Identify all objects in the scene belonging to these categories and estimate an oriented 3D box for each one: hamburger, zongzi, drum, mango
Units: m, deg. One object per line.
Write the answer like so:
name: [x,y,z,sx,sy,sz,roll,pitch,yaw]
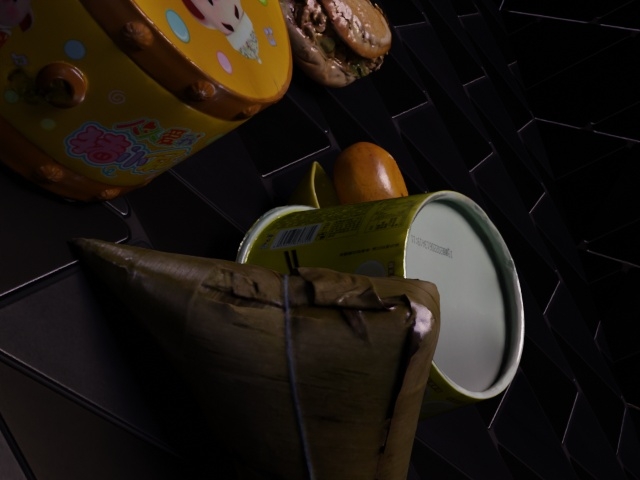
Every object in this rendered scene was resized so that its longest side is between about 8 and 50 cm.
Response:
hamburger: [0.002,-0.363,1.917,0.286,0.146,0.243,17,43,-53]
zongzi: [-0.086,0.167,1.159,0.160,0.360,0.323,-86,-173,-80]
drum: [-0.226,-0.266,1.180,0.431,0.214,0.431,47,26,-33]
mango: [0.076,-0.055,1.597,0.165,0.089,0.115,59,13,-28]

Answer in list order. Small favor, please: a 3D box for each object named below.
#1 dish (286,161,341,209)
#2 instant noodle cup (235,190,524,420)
dish: [0.000,0.000,1.574,0.149,0.080,0.207,29,38,-61]
instant noodle cup: [0.078,0.084,1.350,0.311,0.221,0.311,20,63,-45]
